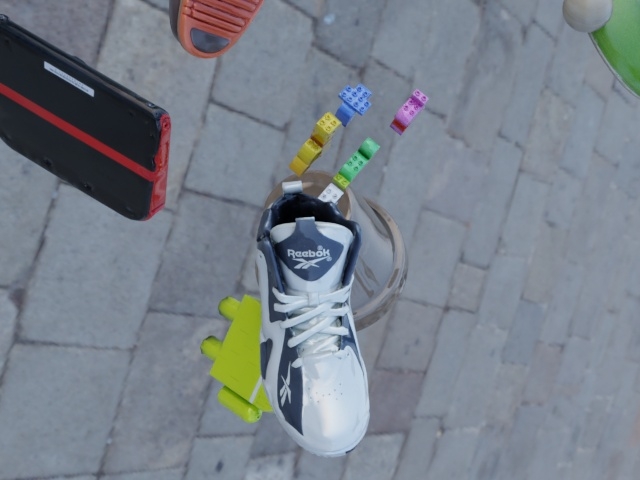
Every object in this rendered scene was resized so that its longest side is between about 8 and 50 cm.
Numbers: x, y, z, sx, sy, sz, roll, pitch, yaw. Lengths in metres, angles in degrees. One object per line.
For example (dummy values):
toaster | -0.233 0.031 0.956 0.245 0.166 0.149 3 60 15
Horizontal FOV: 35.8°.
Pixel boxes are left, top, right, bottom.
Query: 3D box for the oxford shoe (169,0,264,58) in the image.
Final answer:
oxford shoe | -0.087 -0.286 0.821 0.097 0.098 0.271 11 92 -53

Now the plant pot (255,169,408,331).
plant pot | 0.000 0.000 1.626 0.263 0.263 0.229 -60 156 -18

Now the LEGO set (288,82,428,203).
LEGO set | 0.033 -0.122 1.164 0.227 0.087 0.093 -49 177 -19

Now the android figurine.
android figurine | -0.101 0.207 1.797 0.056 0.273 0.248 22 92 -52

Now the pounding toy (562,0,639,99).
pounding toy | 0.369 -0.274 1.124 0.237 0.110 0.182 27 49 -38

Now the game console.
game console | -0.447 -0.217 1.820 0.060 0.387 0.342 -55 171 -36

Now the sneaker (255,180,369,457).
sneaker | -0.009 0.053 0.838 0.153 0.094 0.234 89 -3 -57
